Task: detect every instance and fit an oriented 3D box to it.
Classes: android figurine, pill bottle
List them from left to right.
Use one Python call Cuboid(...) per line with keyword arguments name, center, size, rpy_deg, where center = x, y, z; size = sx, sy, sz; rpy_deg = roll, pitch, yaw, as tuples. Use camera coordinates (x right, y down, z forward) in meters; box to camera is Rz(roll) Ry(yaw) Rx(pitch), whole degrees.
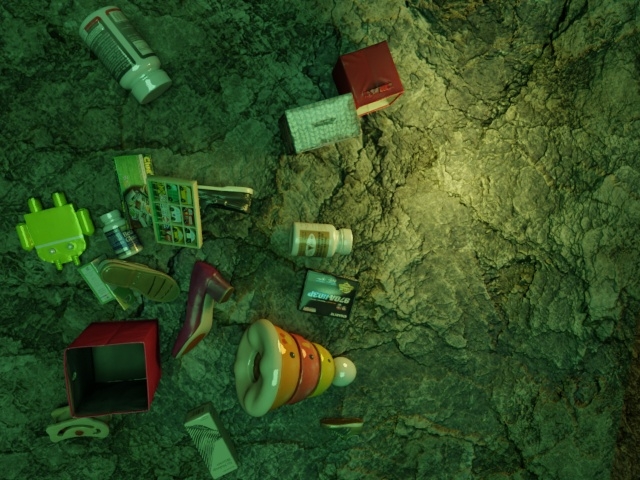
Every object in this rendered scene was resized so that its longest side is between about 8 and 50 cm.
Cuboid(name="android figurine", center=(-0.940, -0.032, 1.597), size=(0.249, 0.056, 0.272), rpy_deg=(-13, 99, -8))
Cuboid(name="pill bottle", center=(-0.723, -0.024, 1.615), size=(0.094, 0.094, 0.169), rpy_deg=(-25, 103, -6))
Cuboid(name="pill bottle", center=(-0.647, -0.614, 1.503), size=(0.161, 0.161, 0.283), rpy_deg=(-38, 103, -3))
Cuboid(name="pill bottle", center=(0.000, 0.000, 1.731), size=(0.230, 0.131, 0.131), rpy_deg=(3, 98, -11))

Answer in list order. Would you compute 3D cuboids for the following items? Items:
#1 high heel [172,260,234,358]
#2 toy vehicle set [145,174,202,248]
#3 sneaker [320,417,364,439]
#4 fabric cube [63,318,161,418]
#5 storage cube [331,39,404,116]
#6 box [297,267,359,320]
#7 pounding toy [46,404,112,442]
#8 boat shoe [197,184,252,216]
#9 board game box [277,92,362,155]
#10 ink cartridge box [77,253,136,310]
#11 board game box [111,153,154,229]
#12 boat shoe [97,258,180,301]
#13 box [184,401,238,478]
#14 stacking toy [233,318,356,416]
Cuboid(name="high heel", center=(-0.495, 0.268, 1.720), size=(0.181, 0.127, 0.377), rpy_deg=(38, 95, 15))
Cuboid(name="toy vehicle set", center=(-0.513, -0.098, 1.584), size=(0.166, 0.035, 0.266), rpy_deg=(7, 125, 4))
Cuboid(name="sneaker", center=(0.091, 0.812, 1.908), size=(0.192, 0.064, 0.086), rpy_deg=(4, 93, -14))
Cuboid(name="fabric cube", center=(-0.729, 0.444, 1.605), size=(0.259, 0.258, 0.253), rpy_deg=(-2, 100, -10))
Cuboid(name="storage cube", center=(0.166, -0.578, 1.634), size=(0.184, 0.215, 0.193), rpy_deg=(-21, 95, -6))
Cuboid(name="box", center=(0.031, 0.218, 1.812), size=(0.221, 0.051, 0.175), rpy_deg=(13, 96, -12))
Cuboid(name="pounding toy", center=(-0.885, 0.658, 1.708), size=(0.270, 0.154, 0.154), rpy_deg=(-16, 130, 2))
Cuboid(name="boat shoe", center=(-0.420, -0.139, 1.637), size=(0.341, 0.127, 0.112), rpy_deg=(0, 87, -20))
Cuboid(name="board game box", center=(-0.013, -0.402, 1.584), size=(0.232, 0.291, 0.141), rpy_deg=(-18, 102, -8))
Cuboid(name="ink cartridge box", center=(-0.773, 0.161, 1.624), size=(0.062, 0.109, 0.209), rpy_deg=(-28, 103, 6))
Cuboid(name="board game box", center=(-0.652, -0.176, 1.602), size=(0.136, 0.030, 0.259), rpy_deg=(-17, 103, -43))
Cuboid(name="boat shoe", center=(-0.654, 0.134, 1.631), size=(0.302, 0.103, 0.113), rpy_deg=(32, 93, -41))
Cuboid(name="box", center=(-0.435, 0.802, 1.797), size=(0.113, 0.094, 0.275), rpy_deg=(-25, 102, -5))
Cuboid(name="stacking toy", center=(-0.067, 0.499, 1.757), size=(0.480, 0.351, 0.350), rpy_deg=(11, 97, -31))
